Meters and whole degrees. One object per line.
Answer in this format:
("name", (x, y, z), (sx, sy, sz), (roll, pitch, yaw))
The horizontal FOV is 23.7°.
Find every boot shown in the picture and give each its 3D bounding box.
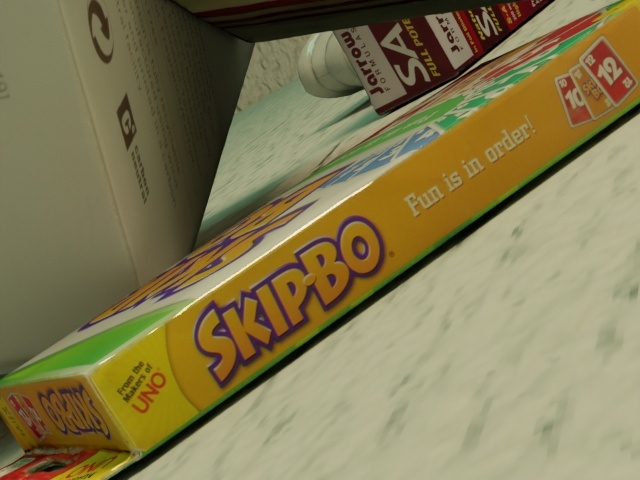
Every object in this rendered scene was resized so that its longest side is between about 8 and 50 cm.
("boot", (0.082, -0.198, 1.238), (0.123, 0.095, 0.258), (-14, 18, 45))

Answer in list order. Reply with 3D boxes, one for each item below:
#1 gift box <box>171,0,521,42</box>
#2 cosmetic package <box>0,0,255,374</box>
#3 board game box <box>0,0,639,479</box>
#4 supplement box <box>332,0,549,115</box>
("gift box", (0.054, -0.209, 0.642), (0.258, 0.255, 0.276), (-8, 5, 8))
("cosmetic package", (-0.165, -0.113, 0.741), (0.230, 0.162, 0.453), (-7, 28, 9))
("board game box", (0.000, 0.000, 0.497), (0.259, 0.039, 0.124), (-37, 8, -24))
("supplement box", (0.084, -0.192, 1.068), (0.073, 0.130, 0.239), (-25, 10, 36))
